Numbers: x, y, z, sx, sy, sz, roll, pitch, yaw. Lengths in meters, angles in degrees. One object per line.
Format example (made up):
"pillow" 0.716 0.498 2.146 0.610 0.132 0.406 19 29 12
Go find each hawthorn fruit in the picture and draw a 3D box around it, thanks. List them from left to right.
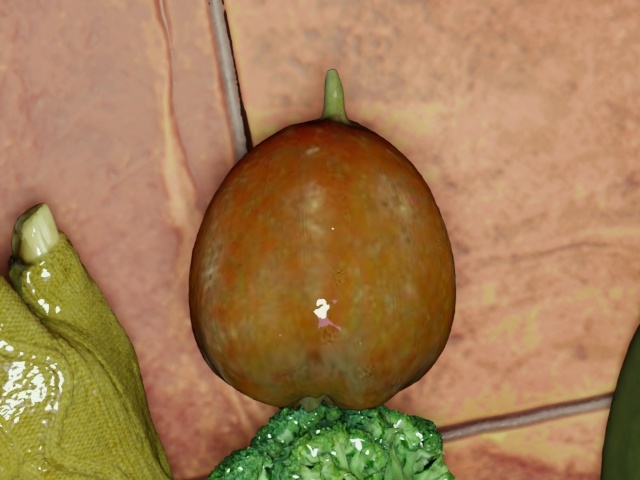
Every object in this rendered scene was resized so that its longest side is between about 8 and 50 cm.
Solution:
"hawthorn fruit" 0.000 0.000 1.147 0.200 0.199 0.251 1 91 -8

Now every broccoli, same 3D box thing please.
"broccoli" 0.029 0.249 1.172 0.270 0.270 0.269 -20 118 -43

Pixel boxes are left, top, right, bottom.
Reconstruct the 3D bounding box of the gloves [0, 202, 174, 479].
"gloves" -0.232 0.112 1.151 0.203 0.155 0.356 -33 102 -2

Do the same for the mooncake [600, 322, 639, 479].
"mooncake" 0.346 0.172 1.154 0.187 0.351 0.351 8 103 -11
